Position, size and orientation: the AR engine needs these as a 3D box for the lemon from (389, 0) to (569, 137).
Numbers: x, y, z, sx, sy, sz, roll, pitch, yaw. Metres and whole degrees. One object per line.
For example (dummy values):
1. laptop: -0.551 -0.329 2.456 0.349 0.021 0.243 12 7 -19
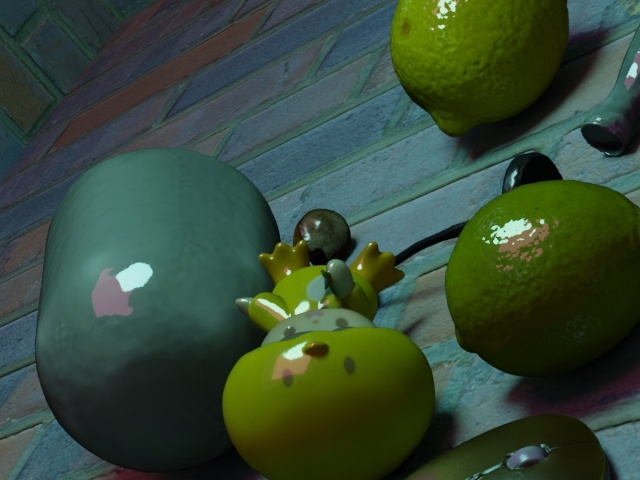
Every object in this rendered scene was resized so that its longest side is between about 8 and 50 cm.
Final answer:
1. lemon: 0.203 -0.262 2.090 0.253 0.228 0.228 -57 24 -17

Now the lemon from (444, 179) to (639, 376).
1. lemon: 0.222 0.031 1.526 0.248 0.184 0.184 -29 23 29

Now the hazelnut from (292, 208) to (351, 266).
1. hazelnut: 0.000 0.000 2.139 0.086 0.086 0.086 -35 21 16

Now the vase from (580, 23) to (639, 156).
1. vase: 0.378 -0.195 1.857 0.214 0.086 0.086 -53 23 -19

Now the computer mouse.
1. computer mouse: 0.112 0.258 1.412 0.310 0.072 0.158 -36 23 11

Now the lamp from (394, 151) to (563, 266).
1. lamp: 0.133 0.032 1.836 0.371 0.109 0.130 -34 -17 35

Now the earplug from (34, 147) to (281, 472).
1. earplug: -0.188 0.102 1.942 0.312 0.313 0.394 -36 24 12

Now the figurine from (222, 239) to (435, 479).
1. figurine: 0.012 0.119 1.688 0.215 0.187 0.344 -13 30 11
